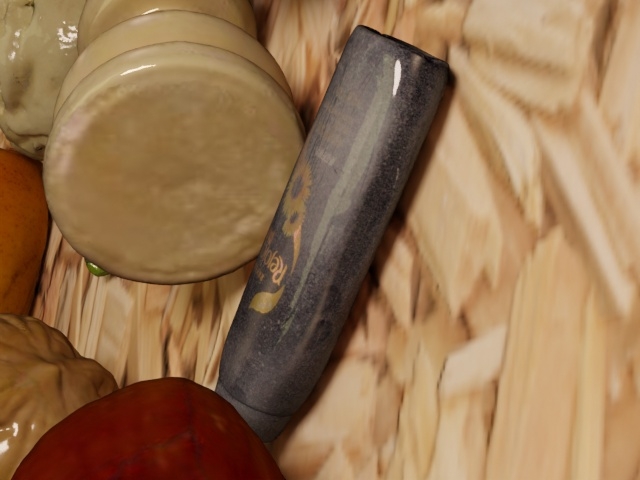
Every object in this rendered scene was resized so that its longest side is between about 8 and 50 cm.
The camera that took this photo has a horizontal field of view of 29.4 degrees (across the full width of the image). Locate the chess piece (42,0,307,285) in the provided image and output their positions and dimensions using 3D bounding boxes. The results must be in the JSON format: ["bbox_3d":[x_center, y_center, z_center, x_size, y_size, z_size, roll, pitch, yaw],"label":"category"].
[{"bbox_3d":[-0.106,-0.127,0.831,0.167,0.167,0.300,-56,29,30],"label":"chess piece"}]

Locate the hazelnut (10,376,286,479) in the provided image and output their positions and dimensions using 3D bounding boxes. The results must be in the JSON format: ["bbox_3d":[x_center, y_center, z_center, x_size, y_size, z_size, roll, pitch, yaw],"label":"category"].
[{"bbox_3d":[-0.091,0.175,0.612,0.181,0.181,0.212,21,105,40],"label":"hazelnut"}]

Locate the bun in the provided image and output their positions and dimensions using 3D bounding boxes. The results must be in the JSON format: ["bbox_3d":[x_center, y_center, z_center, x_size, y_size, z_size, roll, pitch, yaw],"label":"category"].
[{"bbox_3d":[-0.267,-0.185,1.170,0.231,0.133,0.231,-32,50,49],"label":"bun"}]

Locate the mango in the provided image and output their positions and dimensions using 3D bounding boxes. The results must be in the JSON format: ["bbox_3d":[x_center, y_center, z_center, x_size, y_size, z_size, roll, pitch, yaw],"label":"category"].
[{"bbox_3d":[-0.337,0.027,1.189,0.154,0.126,0.252,134,142,-59],"label":"mango"}]

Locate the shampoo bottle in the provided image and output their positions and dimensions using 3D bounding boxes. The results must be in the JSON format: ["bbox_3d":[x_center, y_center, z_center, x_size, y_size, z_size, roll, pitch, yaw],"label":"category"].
[{"bbox_3d":[0.000,0.000,0.671,0.234,0.049,0.087,-67,27,13],"label":"shampoo bottle"}]

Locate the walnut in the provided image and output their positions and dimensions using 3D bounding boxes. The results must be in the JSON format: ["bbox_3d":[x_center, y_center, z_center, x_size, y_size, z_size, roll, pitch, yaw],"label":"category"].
[{"bbox_3d":[-0.232,0.153,0.873,0.213,0.213,0.213,-37,45,48],"label":"walnut"}]

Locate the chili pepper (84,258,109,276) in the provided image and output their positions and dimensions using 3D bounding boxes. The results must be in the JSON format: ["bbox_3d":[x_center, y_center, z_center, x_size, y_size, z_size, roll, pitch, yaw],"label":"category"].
[{"bbox_3d":[-0.164,0.004,0.996,0.091,0.034,0.030,-32,82,50],"label":"chili pepper"}]
